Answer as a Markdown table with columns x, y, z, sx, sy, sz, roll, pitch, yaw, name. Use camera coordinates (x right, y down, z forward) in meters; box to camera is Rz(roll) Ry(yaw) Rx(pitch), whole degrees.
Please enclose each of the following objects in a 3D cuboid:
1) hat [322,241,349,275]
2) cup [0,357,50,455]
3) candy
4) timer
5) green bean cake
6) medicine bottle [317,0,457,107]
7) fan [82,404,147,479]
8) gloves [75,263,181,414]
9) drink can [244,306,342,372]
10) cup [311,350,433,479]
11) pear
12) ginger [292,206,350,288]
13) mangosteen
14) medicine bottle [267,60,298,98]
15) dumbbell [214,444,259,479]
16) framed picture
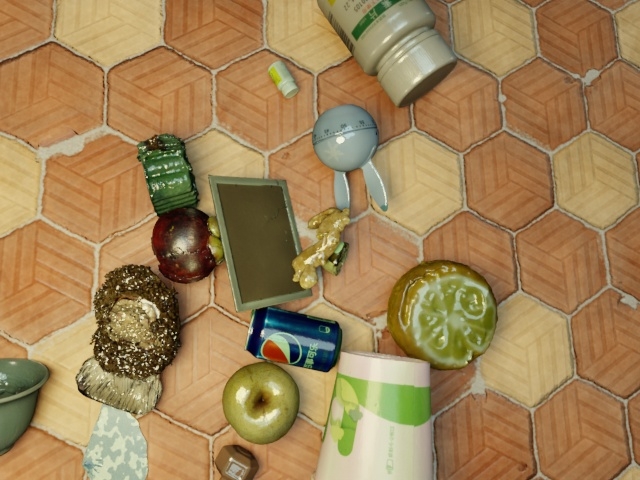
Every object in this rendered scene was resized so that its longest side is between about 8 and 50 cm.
| x | y | z | sx | sy | sz | roll | pitch | yaw | name |
| --- | --- | --- | --- | --- | --- | --- | --- | --- | --- |
| 0.029 | 0.038 | 1.056 | 0.059 | 0.076 | 0.077 | 19 | 73 | 16 | hat |
| -0.642 | 0.337 | 0.874 | 0.199 | 0.199 | 0.150 | 5 | 99 | -7 | cup |
| 0.282 | 0.172 | 1.047 | 0.260 | 0.118 | 0.259 | 1 | 83 | -7 | candy |
| 0.080 | -0.201 | 1.081 | 0.175 | 0.175 | 0.255 | -34 | 114 | -12 | timer |
| -0.334 | -0.163 | 0.972 | 0.107 | 0.208 | 0.193 | -14 | 85 | -13 | green bean cake |
| 0.165 | -0.514 | 1.097 | 0.208 | 0.208 | 0.339 | -34 | 86 | -12 | medicine bottle |
| -0.433 | 0.466 | 0.952 | 0.131 | 0.009 | 0.240 | -2 | 81 | -9 | fan |
| -0.390 | 0.196 | 0.936 | 0.210 | 0.135 | 0.312 | 27 | 99 | 18 | gloves |
| -0.060 | 0.216 | 0.992 | 0.205 | 0.118 | 0.118 | 13 | 79 | -4 | drink can |
| 0.122 | 0.371 | 0.920 | 0.253 | 0.253 | 0.274 | 9 | 80 | -6 | cup |
| -0.126 | 0.340 | 0.953 | 0.167 | 0.136 | 0.167 | 2 | 77 | -8 | pear |
| 0.000 | 0.000 | 1.017 | 0.052 | 0.193 | 0.176 | 32 | 119 | -35 | ginger |
| -0.271 | 0.006 | 0.974 | 0.180 | 0.166 | 0.166 | -13 | 83 | -5 | mangosteen |
| -0.093 | -0.401 | 1.124 | 0.047 | 0.047 | 0.083 | -30 | 86 | -12 | medicine bottle |
| -0.219 | 0.543 | 0.932 | 0.092 | 0.082 | 0.231 | 32 | 78 | -3 | dumbbell |
| -0.130 | 0.000 | 1.002 | 0.231 | 0.018 | 0.293 | -4 | 79 | -49 | framed picture |
